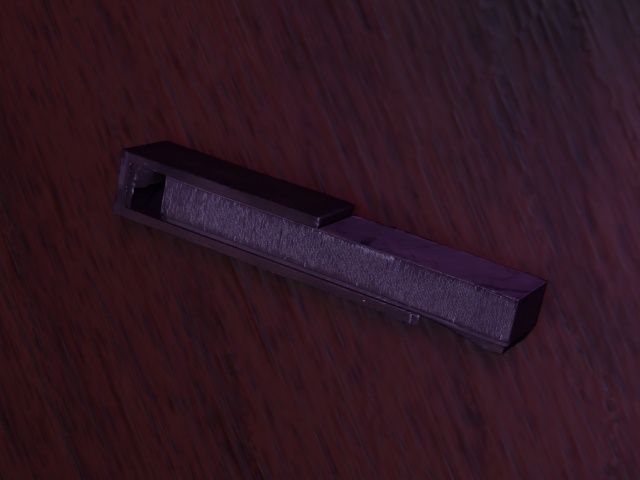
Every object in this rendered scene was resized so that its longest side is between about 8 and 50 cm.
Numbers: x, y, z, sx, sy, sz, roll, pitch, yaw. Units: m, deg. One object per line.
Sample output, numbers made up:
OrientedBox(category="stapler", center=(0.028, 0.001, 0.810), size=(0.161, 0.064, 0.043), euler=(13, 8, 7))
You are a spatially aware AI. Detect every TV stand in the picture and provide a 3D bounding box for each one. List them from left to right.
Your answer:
OrientedBox(category="TV stand", center=(0.000, 0.000, 0.792), size=(0.256, 0.049, 0.040), euler=(19, 109, 24))
